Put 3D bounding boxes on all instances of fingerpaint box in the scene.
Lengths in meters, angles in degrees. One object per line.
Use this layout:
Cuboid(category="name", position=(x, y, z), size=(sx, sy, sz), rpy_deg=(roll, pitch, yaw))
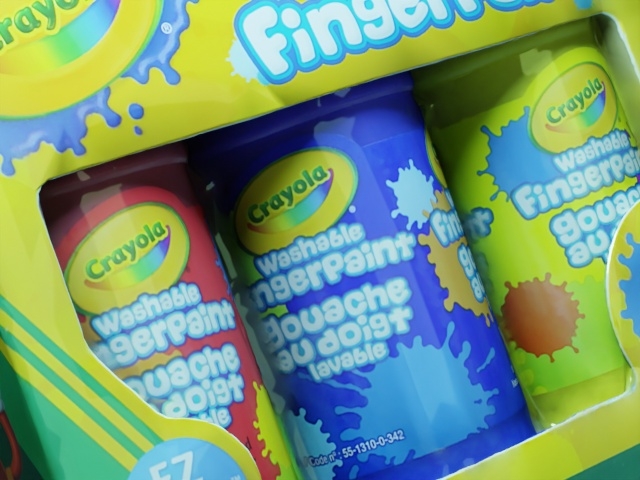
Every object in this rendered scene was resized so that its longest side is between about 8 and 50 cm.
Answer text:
Cuboid(category="fingerpaint box", position=(0.000, 0.000, 1.025), size=(0.445, 0.163, 0.371), rpy_deg=(-19, 89, -34))
